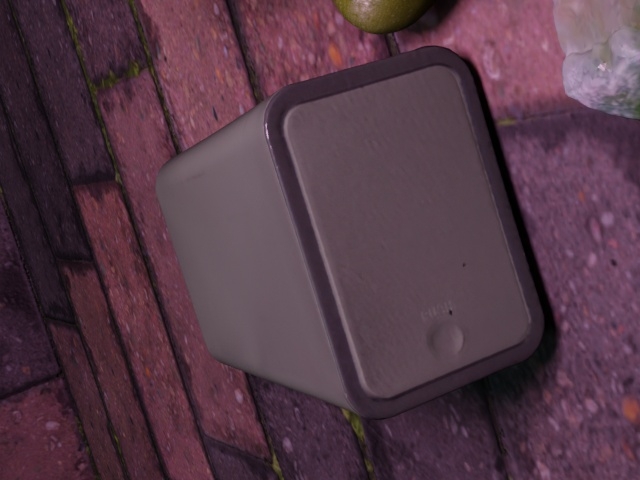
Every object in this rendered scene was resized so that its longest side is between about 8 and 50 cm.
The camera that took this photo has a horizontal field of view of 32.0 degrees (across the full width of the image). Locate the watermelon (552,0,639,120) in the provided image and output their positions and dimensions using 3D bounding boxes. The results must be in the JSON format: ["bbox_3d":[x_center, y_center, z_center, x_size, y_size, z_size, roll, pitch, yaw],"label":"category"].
[{"bbox_3d":[0.181,-0.174,0.401,0.302,0.151,0.264,58,151,21],"label":"watermelon"}]

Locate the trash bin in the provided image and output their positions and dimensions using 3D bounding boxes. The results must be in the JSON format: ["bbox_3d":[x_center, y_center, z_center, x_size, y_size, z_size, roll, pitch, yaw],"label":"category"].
[{"bbox_3d":[0.000,0.000,0.881,0.343,0.158,0.223,-8,101,69],"label":"trash bin"}]

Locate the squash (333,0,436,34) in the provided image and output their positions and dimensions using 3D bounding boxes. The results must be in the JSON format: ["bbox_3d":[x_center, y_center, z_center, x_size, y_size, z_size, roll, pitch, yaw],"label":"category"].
[{"bbox_3d":[0.069,-0.234,0.645,0.095,0.094,0.341,59,152,19],"label":"squash"}]
